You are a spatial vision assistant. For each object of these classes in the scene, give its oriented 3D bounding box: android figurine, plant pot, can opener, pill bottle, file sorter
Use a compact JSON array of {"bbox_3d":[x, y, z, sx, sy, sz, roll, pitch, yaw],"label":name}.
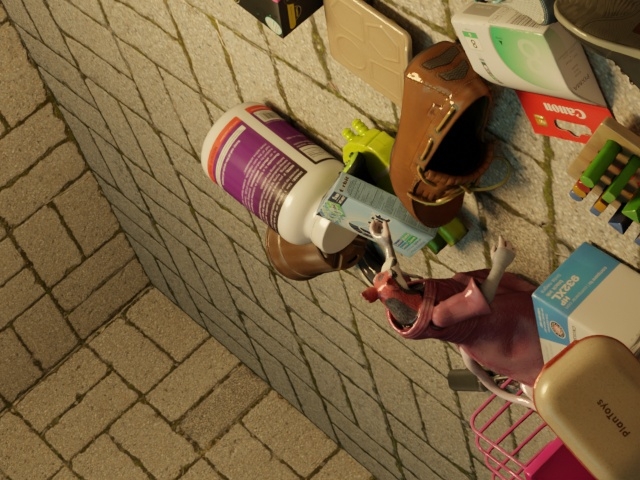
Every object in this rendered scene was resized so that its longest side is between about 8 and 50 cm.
[{"bbox_3d":[0.137,-0.096,2.159,0.273,0.056,0.248,48,163,0],"label":"android figurine"},{"bbox_3d":[0.000,0.000,2.537,0.167,0.167,0.165,54,154,-19],"label":"plant pot"},{"bbox_3d":[0.329,0.255,2.457,0.280,0.074,0.093,147,116,-71],"label":"can opener"},{"bbox_3d":[-0.065,-0.115,2.387,0.323,0.181,0.181,39,160,27],"label":"pill bottle"},{"bbox_3d":[0.413,0.391,2.301,0.182,0.202,0.290,34,158,41],"label":"file sorter"}]

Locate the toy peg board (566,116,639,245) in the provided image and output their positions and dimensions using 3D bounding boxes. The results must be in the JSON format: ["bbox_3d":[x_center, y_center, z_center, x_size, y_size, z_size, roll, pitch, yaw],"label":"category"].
[{"bbox_3d":[0.385,-0.052,1.589,0.161,0.079,0.160,37,161,7],"label":"toy peg board"}]

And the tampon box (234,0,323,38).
[{"bbox_3d":[-0.083,-0.414,1.925,0.161,0.101,0.120,40,161,24],"label":"tampon box"}]

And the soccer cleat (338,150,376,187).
[{"bbox_3d":[0.069,-0.099,2.140,0.072,0.060,0.179,27,162,7],"label":"soccer cleat"}]

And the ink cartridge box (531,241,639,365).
[{"bbox_3d":[0.472,0.175,1.818,0.307,0.129,0.223,35,158,35],"label":"ink cartridge box"}]

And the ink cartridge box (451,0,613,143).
[{"bbox_3d":[0.279,-0.199,1.612,0.181,0.056,0.224,23,148,54],"label":"ink cartridge box"}]

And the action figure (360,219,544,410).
[{"bbox_3d":[0.197,0.117,1.980,0.370,0.275,0.248,8,-178,-39],"label":"action figure"}]

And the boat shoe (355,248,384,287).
[{"bbox_3d":[0.149,0.085,2.544,0.206,0.075,0.065,50,120,11],"label":"boat shoe"}]

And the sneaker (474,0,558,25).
[{"bbox_3d":[0.163,-0.325,1.499,0.283,0.122,0.110,40,161,24],"label":"sneaker"}]

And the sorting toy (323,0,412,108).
[{"bbox_3d":[0.078,-0.300,1.909,0.208,0.038,0.193,44,163,26],"label":"sorting toy"}]

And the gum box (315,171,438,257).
[{"bbox_3d":[0.096,-0.041,2.115,0.184,0.041,0.157,25,163,-5],"label":"gum box"}]

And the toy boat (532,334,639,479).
[{"bbox_3d":[0.401,0.234,1.721,0.231,0.151,0.151,49,-169,0],"label":"toy boat"}]

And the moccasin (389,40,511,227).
[{"bbox_3d":[0.194,-0.129,1.851,0.147,0.139,0.380,50,155,25],"label":"moccasin"}]

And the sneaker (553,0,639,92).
[{"bbox_3d":[0.353,-0.196,1.389,0.222,0.083,0.118,35,159,34],"label":"sneaker"}]
